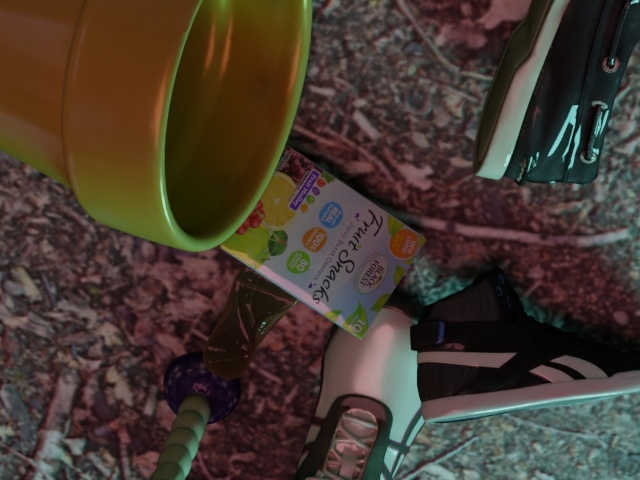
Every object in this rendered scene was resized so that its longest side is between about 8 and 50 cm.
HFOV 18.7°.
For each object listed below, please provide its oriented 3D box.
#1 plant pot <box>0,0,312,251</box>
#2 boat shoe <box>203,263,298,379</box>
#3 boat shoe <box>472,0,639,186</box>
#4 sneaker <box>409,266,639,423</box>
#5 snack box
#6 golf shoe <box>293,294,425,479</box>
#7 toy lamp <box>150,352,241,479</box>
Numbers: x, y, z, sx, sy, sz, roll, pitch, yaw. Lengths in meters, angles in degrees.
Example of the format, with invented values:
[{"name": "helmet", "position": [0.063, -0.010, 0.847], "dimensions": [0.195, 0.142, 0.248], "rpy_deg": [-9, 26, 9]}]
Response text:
[{"name": "plant pot", "position": [-0.163, -0.141, 1.446], "dimensions": [0.239, 0.254, 0.254], "rpy_deg": [15, 123, 18]}, {"name": "boat shoe", "position": [-0.050, 0.049, 1.647], "dimensions": [0.056, 0.048, 0.153], "rpy_deg": [28, 115, -1]}, {"name": "boat shoe", "position": [0.217, -0.175, 1.418], "dimensions": [0.113, 0.127, 0.340], "rpy_deg": [17, 119, -7]}, {"name": "sneaker", "position": [0.181, 0.077, 1.600], "dimensions": [0.217, 0.079, 0.121], "rpy_deg": [-7, 81, -14]}, {"name": "snack box", "position": [0.000, 0.000, 1.583], "dimensions": [0.141, 0.037, 0.100], "rpy_deg": [34, 90, -11]}, {"name": "golf shoe", "position": [0.034, 0.175, 1.654], "dimensions": [0.105, 0.120, 0.273], "rpy_deg": [16, 115, 1]}, {"name": "toy lamp", "position": [-0.124, 0.193, 1.604], "dimensions": [0.080, 0.274, 0.080], "rpy_deg": [4, 121, 7]}]
